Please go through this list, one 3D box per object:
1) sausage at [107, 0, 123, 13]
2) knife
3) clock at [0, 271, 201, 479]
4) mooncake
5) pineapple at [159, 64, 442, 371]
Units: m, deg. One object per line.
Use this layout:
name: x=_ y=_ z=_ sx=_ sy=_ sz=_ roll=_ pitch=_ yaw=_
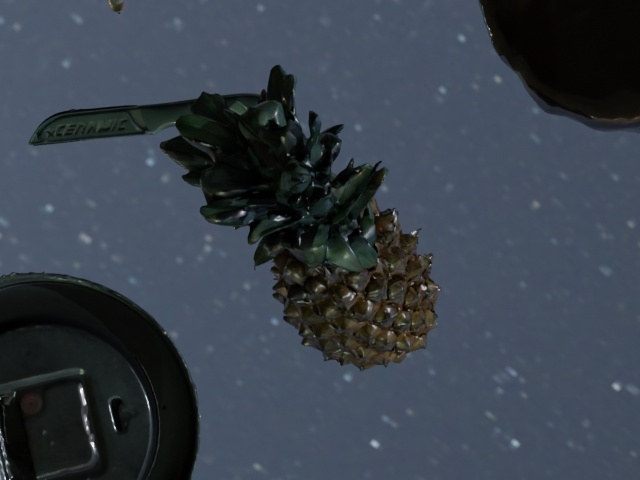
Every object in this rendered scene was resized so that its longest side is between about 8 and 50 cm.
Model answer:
sausage: x=-0.196 y=-0.249 z=1.597 sx=0.015 sy=0.100 sz=0.015 roll=-9 pitch=-143 yaw=7
knife: x=-0.130 y=-0.093 z=1.341 sx=0.210 sy=0.028 sz=0.015 roll=-3 pitch=-165 yaw=18
clock: x=-0.245 y=0.164 z=1.551 sx=0.280 sy=0.281 sz=0.055 roll=-55 pitch=-170 yaw=-4
mooncake: x=0.260 y=-0.214 z=1.331 sx=0.283 sy=0.141 sz=0.283 roll=4 pitch=-85 yaw=46
pineapple: x=0.000 y=-0.001 z=0.881 sx=0.083 sy=0.221 sz=0.103 roll=-45 pitch=-122 yaw=-7
